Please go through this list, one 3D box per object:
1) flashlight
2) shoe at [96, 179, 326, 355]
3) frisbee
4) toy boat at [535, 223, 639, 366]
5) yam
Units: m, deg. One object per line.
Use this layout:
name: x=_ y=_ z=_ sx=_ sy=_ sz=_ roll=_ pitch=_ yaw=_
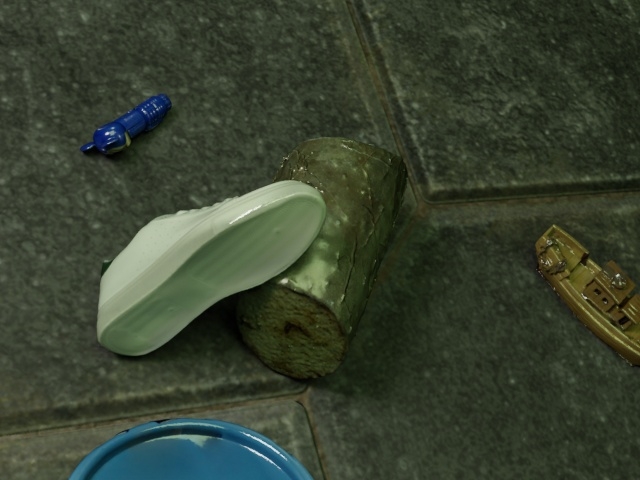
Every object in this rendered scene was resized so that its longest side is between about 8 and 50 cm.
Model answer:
flashlight: x=-0.208 y=-0.125 z=1.195 sx=0.121 sy=0.057 sz=0.035 roll=-42 pitch=117 yaw=-42
shoe: x=-0.117 y=0.002 z=1.038 sx=0.095 sy=0.265 sz=0.110 roll=39 pitch=23 yaw=-44
frisbee: x=-0.112 y=0.256 z=0.966 sx=0.242 sy=0.045 sz=0.242 roll=6 pitch=37 yaw=-5
toy boat: x=0.337 y=0.065 z=1.273 sx=0.206 sy=0.072 sz=0.064 roll=45 pitch=56 yaw=10
yam: x=0.000 y=0.000 z=1.129 sx=0.154 sy=0.154 sz=0.254 roll=25 pitch=56 yaw=-6
